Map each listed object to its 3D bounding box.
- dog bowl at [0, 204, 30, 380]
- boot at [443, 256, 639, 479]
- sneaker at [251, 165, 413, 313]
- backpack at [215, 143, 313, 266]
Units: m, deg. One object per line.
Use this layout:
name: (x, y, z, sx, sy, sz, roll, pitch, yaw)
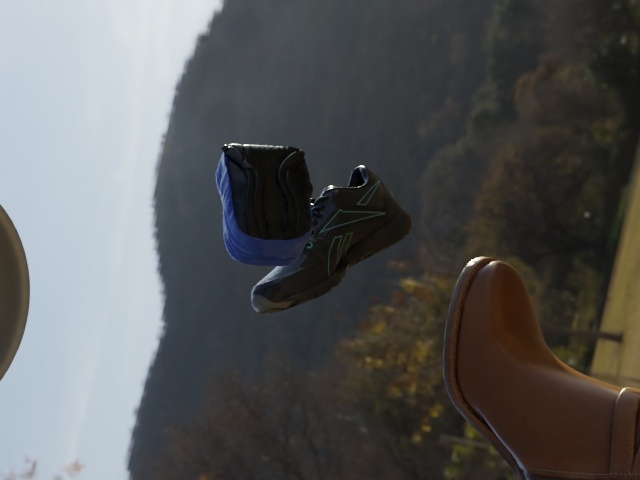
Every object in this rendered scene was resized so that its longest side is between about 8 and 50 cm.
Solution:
dog bowl: (-0.416, 0.052, 1.178, 0.264, 0.104, 0.265, -10, -76, -44)
boot: (0.210, 0.134, 0.955, 0.220, 0.109, 0.284, -18, 69, 46)
sneaker: (0.000, 0.000, 1.526, 0.267, 0.101, 0.106, -35, -78, -41)
backpack: (-0.057, -0.029, 1.305, 0.101, 0.097, 0.120, 107, 156, -52)
